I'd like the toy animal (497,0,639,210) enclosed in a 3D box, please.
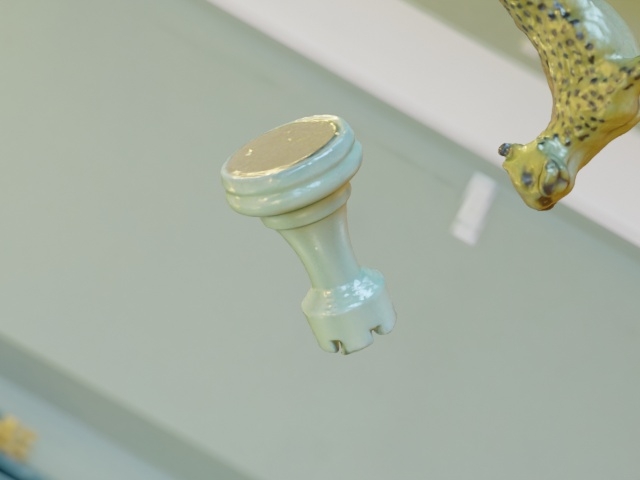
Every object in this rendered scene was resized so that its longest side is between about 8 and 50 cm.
[{"bbox_3d":[0.127,-0.122,0.914,0.136,0.181,0.073,-28,0,24],"label":"toy animal"}]

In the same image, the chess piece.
[{"bbox_3d":[0.000,0.000,0.834,0.067,0.103,0.067,-18,24,8],"label":"chess piece"}]
